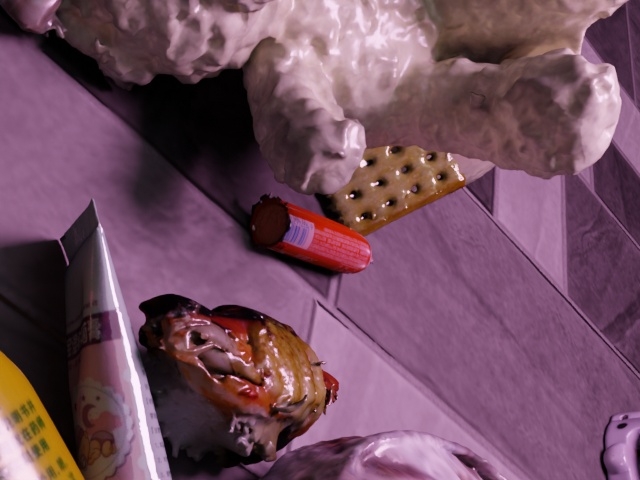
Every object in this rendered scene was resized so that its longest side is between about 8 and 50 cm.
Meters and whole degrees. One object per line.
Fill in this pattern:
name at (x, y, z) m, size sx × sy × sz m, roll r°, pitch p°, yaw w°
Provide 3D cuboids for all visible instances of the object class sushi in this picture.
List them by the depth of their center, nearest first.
sushi at (-0.050, 0.105, 0.731) m, size 0.097 × 0.103 × 0.226 m, roll 43°, pitch 11°, yaw 32°

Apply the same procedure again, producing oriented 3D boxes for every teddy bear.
teddy bear at (-0.007, -0.201, 0.782) m, size 0.362 × 0.375 × 0.327 m, roll 29°, pitch 69°, yaw -50°

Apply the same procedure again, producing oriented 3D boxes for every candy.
candy at (0.063, 0.245, 0.753) m, size 0.289 × 0.157 × 0.214 m, roll 24°, pitch 55°, yaw -45°

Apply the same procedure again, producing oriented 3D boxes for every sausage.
sausage at (0.000, 0.000, 0.929) m, size 0.145 × 0.048 × 0.050 m, roll 19°, pitch 16°, yaw -48°

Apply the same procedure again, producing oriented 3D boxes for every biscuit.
biscuit at (0.031, -0.127, 0.995) m, size 0.139 × 0.016 × 0.231 m, roll -27°, pitch 93°, yaw -12°

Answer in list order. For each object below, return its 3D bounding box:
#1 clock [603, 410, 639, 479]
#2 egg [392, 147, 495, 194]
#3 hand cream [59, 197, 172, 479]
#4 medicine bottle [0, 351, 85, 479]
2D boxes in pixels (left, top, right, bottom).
clock at (0.488, 0.267, 1.255) m, size 0.189 × 0.254 × 0.188 m, roll 38°, pitch 41°, yaw -43°
egg at (0.143, -0.217, 1.130) m, size 0.337 × 0.201 × 0.337 m, roll 30°, pitch 49°, yaw -41°
hand cream at (-0.116, 0.142, 0.646) m, size 0.058 × 0.085 × 0.331 m, roll -4°, pitch 74°, yaw -25°
medicine bottle at (-0.211, 0.070, 0.554) m, size 0.309 × 0.076 × 0.111 m, roll 63°, pitch 30°, yaw -4°
